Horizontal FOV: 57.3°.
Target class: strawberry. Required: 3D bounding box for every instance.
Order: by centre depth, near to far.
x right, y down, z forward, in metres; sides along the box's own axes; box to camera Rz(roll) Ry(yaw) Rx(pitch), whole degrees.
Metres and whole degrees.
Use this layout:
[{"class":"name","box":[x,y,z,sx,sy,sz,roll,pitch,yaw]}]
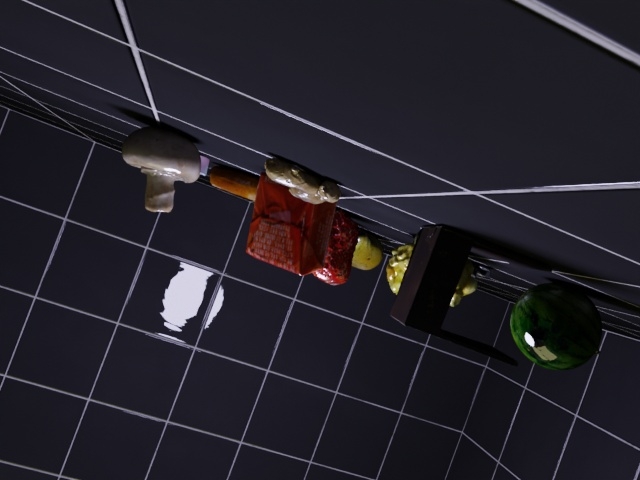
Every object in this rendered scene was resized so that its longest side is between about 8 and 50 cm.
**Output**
[{"class":"strawberry","box":[0.001,0.000,1.945,0.261,0.257,0.261,13,-177,-1]}]

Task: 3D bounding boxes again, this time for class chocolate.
[{"class":"chocolate","box":[-0.075,-0.047,1.559,0.108,0.235,0.237,3,-169,-45]}]

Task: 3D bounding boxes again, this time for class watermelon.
[{"class":"watermelon","box":[0.649,0.235,1.616,0.242,0.242,0.242,20,179,0]}]

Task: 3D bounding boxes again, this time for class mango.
[{"class":"mango","box":[0.167,0.034,2.524,0.176,0.175,0.329,-27,161,17]}]

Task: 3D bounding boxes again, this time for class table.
[{"class":"table","box":[0.353,0.125,1.414,0.282,0.250,0.196,20,178,-3]}]

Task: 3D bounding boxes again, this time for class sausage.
[{"class":"sausage","box":[-0.246,-0.179,1.874,0.302,0.076,0.103,21,-173,33]}]

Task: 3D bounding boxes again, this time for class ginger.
[{"class":"ginger","box":[-0.045,-0.125,1.301,0.214,0.059,0.133,19,175,-31]}]

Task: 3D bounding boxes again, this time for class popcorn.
[{"class":"popcorn","box":[0.342,0.109,1.830,0.252,0.215,0.286,28,172,-25]}]

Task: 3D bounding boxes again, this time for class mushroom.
[{"class":"mushroom","box":[-0.409,-0.192,1.495,0.206,0.209,0.206,29,-158,-13]}]

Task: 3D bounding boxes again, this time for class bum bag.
[{"class":"bum bag","box":[0.464,0.082,2.029,0.248,0.060,0.123,19,180,6]}]

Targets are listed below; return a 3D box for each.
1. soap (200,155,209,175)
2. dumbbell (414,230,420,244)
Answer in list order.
[{"class":"soap","box":[-0.420,-0.254,1.846,0.149,0.056,0.100,21,-179,15]},{"class":"dumbbell","box":[0.318,0.011,1.617,0.118,0.046,0.052,20,-176,31]}]
